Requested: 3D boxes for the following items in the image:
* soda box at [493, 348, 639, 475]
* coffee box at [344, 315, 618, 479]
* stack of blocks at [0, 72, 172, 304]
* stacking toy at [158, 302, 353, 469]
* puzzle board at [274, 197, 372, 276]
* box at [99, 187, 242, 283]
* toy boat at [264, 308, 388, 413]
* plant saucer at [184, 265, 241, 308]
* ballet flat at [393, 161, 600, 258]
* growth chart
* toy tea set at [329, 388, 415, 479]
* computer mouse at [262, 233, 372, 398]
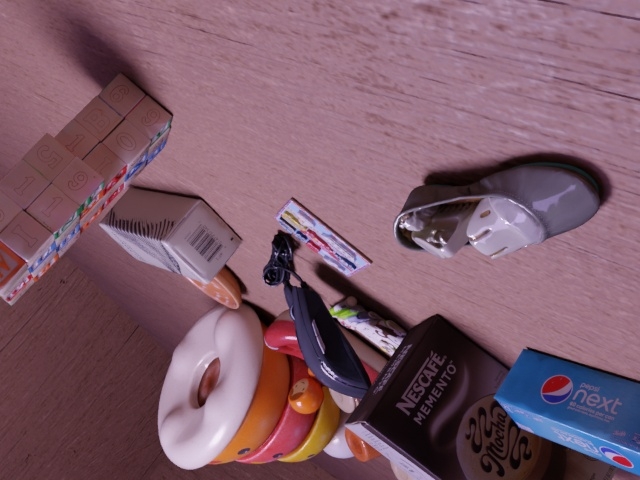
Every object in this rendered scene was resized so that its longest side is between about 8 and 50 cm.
[{"bbox_3d":[0.289,0.182,0.825,0.210,0.071,0.067,13,151,52],"label":"soda box"},{"bbox_3d":[0.202,0.255,1.016,0.297,0.168,0.119,37,162,0],"label":"coffee box"},{"bbox_3d":[-0.315,-0.065,0.984,0.087,0.297,0.171,41,161,-5],"label":"stack of blocks"},{"bbox_3d":[-0.073,0.364,1.722,0.480,0.350,0.351,26,169,-29],"label":"stacking toy"},{"bbox_3d":[0.000,0.000,1.021,0.128,0.011,0.096,38,162,-5],"label":"puzzle board"},{"bbox_3d":[-0.257,-0.013,1.335,0.113,0.094,0.275,48,159,-30],"label":"box"},{"bbox_3d":[0.000,0.221,1.339,0.231,0.151,0.151,35,162,6],"label":"toy boat"},{"bbox_3d":[-0.228,0.057,1.551,0.200,0.037,0.200,34,162,13],"label":"plant saucer"},{"bbox_3d":[0.132,-0.013,0.645,0.072,0.068,0.213,44,161,-19],"label":"ballet flat"},{"bbox_3d":[0.115,0.158,1.180,0.237,0.021,0.172,36,161,2],"label":"growth chart"},{"bbox_3d":[0.153,0.332,1.455,0.336,0.124,0.200,14,122,57],"label":"toy tea set"},{"bbox_3d":[-0.022,0.127,1.154,0.262,0.060,0.184,60,166,9],"label":"computer mouse"}]
